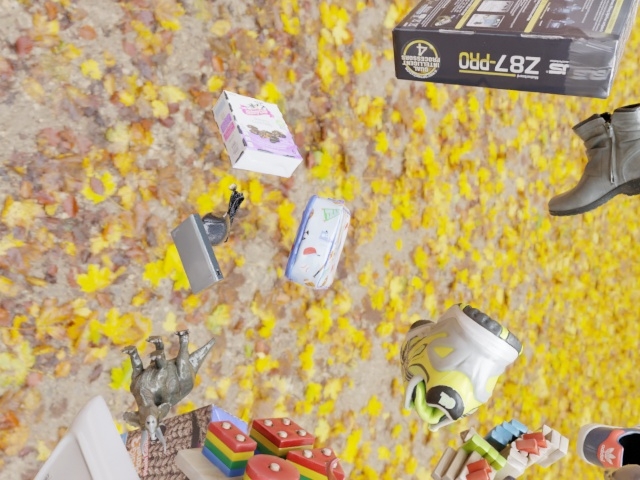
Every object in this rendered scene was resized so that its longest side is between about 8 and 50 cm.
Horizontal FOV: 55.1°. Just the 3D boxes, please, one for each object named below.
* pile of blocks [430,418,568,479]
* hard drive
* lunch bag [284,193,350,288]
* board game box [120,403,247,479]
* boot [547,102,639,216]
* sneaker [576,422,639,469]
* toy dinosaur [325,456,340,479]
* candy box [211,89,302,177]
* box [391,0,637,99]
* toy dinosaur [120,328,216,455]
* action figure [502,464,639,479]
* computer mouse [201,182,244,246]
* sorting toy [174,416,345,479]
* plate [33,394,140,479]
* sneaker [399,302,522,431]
[{"bbox_3d":[0.404,0.446,1.333,0.362,0.149,0.113,-9,144,-35],"label":"pile of blocks"},{"bbox_3d":[-0.235,0.027,1.166,0.022,0.094,0.135,-15,79,-43],"label":"hard drive"},{"bbox_3d":[0.000,0.000,1.587,0.303,0.114,0.243,15,91,-84],"label":"lunch bag"},{"bbox_3d":[-0.326,0.542,1.414,0.141,0.291,0.232,46,29,-41],"label":"board game box"},{"bbox_3d":[0.505,-0.148,1.129,0.083,0.246,0.161,-33,95,-38],"label":"boot"},{"bbox_3d":[0.802,0.512,1.482,0.349,0.148,0.131,2,90,-19],"label":"sneaker"},{"bbox_3d":[0.010,0.253,0.596,0.047,0.082,0.090,15,64,-18],"label":"toy dinosaur"},{"bbox_3d":[-0.155,-0.256,1.483,0.164,0.070,0.196,5,49,-41],"label":"candy box"},{"bbox_3d":[0.336,-0.371,1.000,0.395,0.318,0.097,-54,145,-42],"label":"box"},{"bbox_3d":[-0.311,0.275,1.230,0.313,0.121,0.160,-42,130,-72],"label":"toy dinosaur"},{"bbox_3d":[0.312,0.344,0.530,0.341,0.178,0.330,-37,91,-5],"label":"action figure"},{"bbox_3d":[-0.260,-0.068,1.693,0.262,0.060,0.184,-19,127,-82],"label":"computer mouse"},{"bbox_3d":[-0.077,0.402,1.085,0.257,0.255,0.089,13,95,-44],"label":"sorting toy"},{"bbox_3d":[-0.365,0.409,0.882,0.045,0.278,0.277,27,100,-45],"label":"plate"},{"bbox_3d":[0.172,0.210,0.952,0.147,0.145,0.385,-50,167,-18],"label":"sneaker"}]
